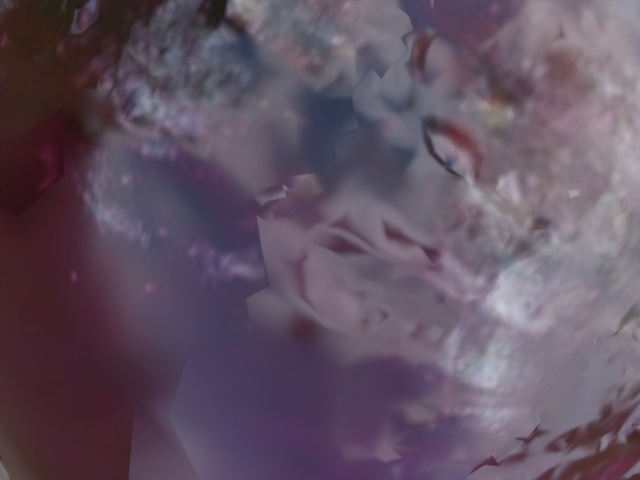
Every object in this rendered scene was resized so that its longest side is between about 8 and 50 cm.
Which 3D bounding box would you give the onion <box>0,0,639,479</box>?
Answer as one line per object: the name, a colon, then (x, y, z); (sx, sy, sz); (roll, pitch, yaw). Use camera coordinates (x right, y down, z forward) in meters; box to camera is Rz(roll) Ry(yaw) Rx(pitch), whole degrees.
onion: (0.000, 0.000, 0.461); (0.260, 0.282, 0.336); (-49, 156, -15)
